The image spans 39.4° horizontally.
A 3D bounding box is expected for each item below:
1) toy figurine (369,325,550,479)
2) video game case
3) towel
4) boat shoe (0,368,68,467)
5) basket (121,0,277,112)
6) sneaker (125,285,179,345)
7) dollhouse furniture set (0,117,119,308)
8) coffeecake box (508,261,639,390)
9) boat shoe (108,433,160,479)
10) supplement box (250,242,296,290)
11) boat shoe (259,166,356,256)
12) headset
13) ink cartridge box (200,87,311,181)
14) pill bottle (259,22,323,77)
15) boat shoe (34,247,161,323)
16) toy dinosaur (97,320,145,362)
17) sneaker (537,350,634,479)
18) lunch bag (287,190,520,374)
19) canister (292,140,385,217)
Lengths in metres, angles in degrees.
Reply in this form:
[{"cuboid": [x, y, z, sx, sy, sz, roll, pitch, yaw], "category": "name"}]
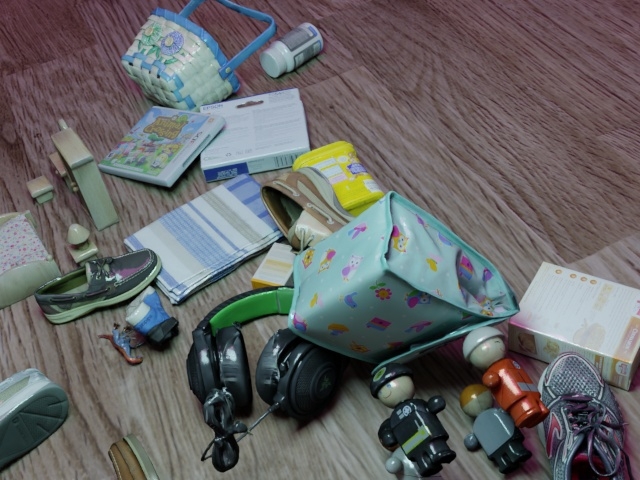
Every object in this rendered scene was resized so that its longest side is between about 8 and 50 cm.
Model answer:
[{"cuboid": [0.174, 0.233, 1.176, 0.213, 0.209, 0.148, -23, 56, -12], "category": "toy figurine"}, {"cuboid": [-0.326, -0.197, 1.829, 0.213, 0.023, 0.193, 14, 55, 37], "category": "video game case"}, {"cuboid": [-0.198, -0.010, 1.639, 0.285, 0.034, 0.209, -32, 47, -21], "category": "towel"}, {"cuboid": [-0.534, 0.302, 1.326, 0.320, 0.118, 0.103, -35, 42, -29], "category": "boat shoe"}, {"cuboid": [-0.266, -0.421, 1.962, 0.255, 0.201, 0.289, 28, 65, 35], "category": "basket"}, {"cuboid": [-0.278, 0.131, 1.497, 0.058, 0.084, 0.152, -44, 13, 0], "category": "sneaker"}, {"cuboid": [-0.585, -0.056, 1.665, 0.356, 0.173, 0.303, -27, 45, -17], "category": "dollhouse furniture set"}, {"cuboid": [0.397, 0.125, 1.348, 0.186, 0.068, 0.142, 18, 50, 28], "category": "coffeecake box"}, {"cuboid": [-0.238, 0.386, 1.171, 0.105, 0.110, 0.307, -24, 44, -15], "category": "boat shoe"}, {"cuboid": [-0.070, 0.053, 1.542, 0.062, 0.036, 0.098, 12, 47, 22], "category": "supplement box"}, {"cuboid": [0.000, 0.000, 1.497, 0.117, 0.123, 0.324, -10, 42, -31], "category": "boat shoe"}, {"cuboid": [-0.092, 0.173, 1.313, 0.244, 0.185, 0.394, 1, 33, 13], "category": "headset"}, {"cuboid": [-0.137, -0.220, 1.838, 0.224, 0.045, 0.224, -10, 43, 2], "category": "ink cartridge box"}, {"cuboid": [-0.067, -0.429, 2.021, 0.137, 0.078, 0.078, -37, 49, -26], "category": "pill bottle"}, {"cuboid": [-0.386, 0.070, 1.543, 0.224, 0.073, 0.080, -25, 47, 0], "category": "boat shoe"}, {"cuboid": [-0.323, 0.175, 1.480, 0.090, 0.047, 0.082, -34, 47, 24], "category": "toy dinosaur"}, {"cuboid": [0.355, 0.265, 1.178, 0.121, 0.112, 0.299, -4, 43, 7], "category": "sneaker"}, {"cuboid": [0.120, 0.084, 1.267, 0.223, 0.262, 0.160, -33, 38, 41], "category": "lunch bag"}, {"cuboid": [0.036, -0.099, 1.656, 0.126, 0.073, 0.170, -21, 45, -11], "category": "canister"}]
